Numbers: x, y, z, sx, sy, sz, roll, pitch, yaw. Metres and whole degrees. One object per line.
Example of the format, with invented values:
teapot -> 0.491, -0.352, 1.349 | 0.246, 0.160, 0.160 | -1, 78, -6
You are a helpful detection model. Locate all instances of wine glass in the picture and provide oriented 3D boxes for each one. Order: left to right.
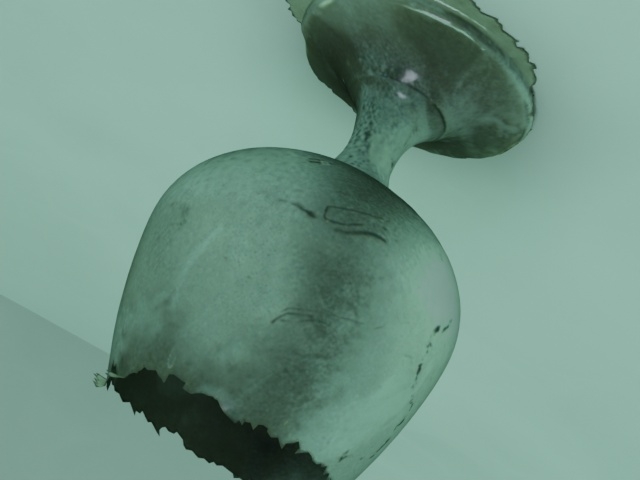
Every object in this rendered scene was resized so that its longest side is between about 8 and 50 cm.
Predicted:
wine glass -> 0.000, 0.000, 0.885 | 0.238, 0.323, 0.238 | 22, 156, 10
